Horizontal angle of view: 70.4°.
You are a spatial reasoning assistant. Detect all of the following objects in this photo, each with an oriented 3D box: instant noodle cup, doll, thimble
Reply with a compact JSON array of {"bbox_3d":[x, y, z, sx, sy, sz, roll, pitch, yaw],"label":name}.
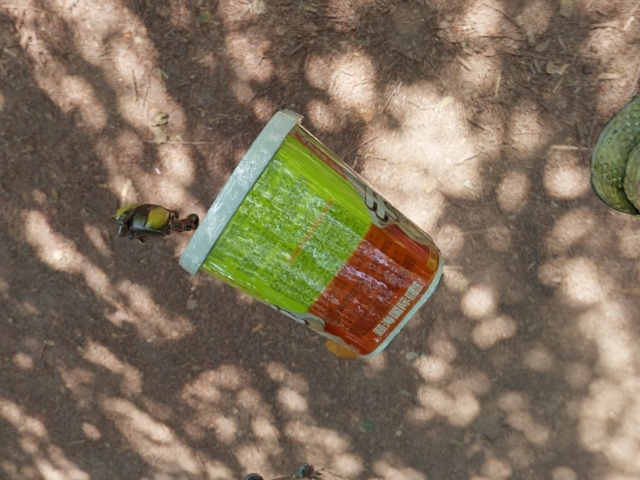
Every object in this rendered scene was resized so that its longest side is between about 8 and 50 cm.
[{"bbox_3d":[0.000,0.000,0.688,0.307,0.294,0.294,34,118,-8],"label":"instant noodle cup"},{"bbox_3d":[-0.368,-0.044,1.010,0.127,0.248,0.088,-14,91,17],"label":"doll"},{"bbox_3d":[0.677,-0.150,0.849,0.150,0.271,0.271,18,121,-23],"label":"thimble"}]

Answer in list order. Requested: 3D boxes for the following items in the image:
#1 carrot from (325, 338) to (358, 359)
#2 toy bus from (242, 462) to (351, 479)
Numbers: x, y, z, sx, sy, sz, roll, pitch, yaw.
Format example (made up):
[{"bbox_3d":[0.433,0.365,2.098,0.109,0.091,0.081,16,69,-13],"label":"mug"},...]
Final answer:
[{"bbox_3d":[0.124,0.198,1.341,0.138,0.302,0.139,22,145,17],"label":"carrot"},{"bbox_3d":[-0.043,0.436,0.698,0.109,0.329,0.136,8,75,32],"label":"toy bus"}]
